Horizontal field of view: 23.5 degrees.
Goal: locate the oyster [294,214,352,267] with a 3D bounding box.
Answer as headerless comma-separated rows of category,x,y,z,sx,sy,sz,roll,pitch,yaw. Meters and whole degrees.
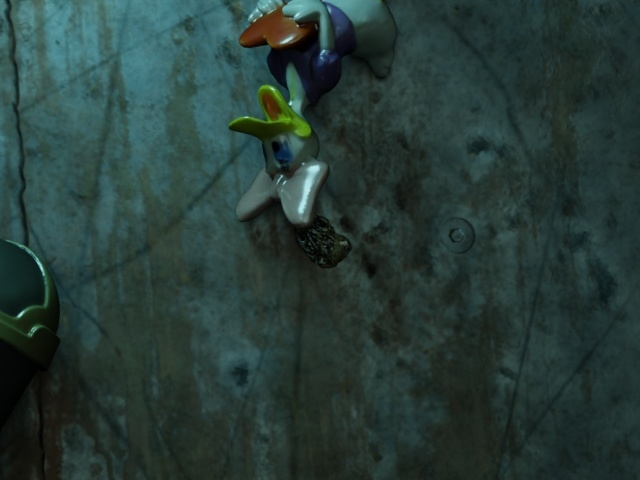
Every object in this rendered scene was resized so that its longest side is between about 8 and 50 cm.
oyster,-0.002,-0.003,1.962,0.083,0.019,0.054,43,83,1

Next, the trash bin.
trash bin,-0.441,0.144,1.809,0.214,0.214,0.334,30,78,-1

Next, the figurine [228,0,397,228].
figurine,-0.005,-0.223,1.930,0.193,0.154,0.421,38,71,-34
